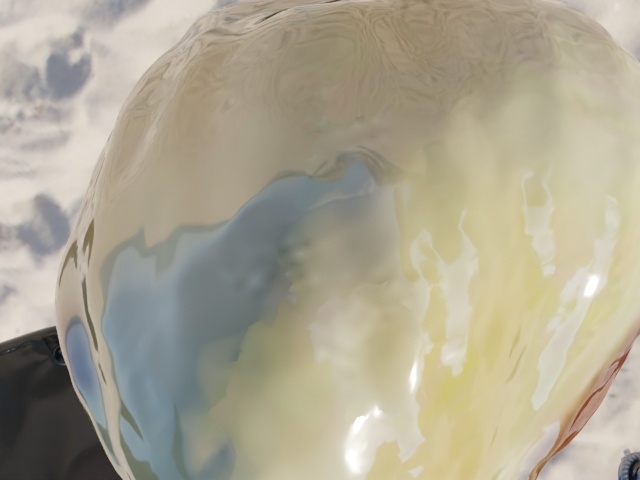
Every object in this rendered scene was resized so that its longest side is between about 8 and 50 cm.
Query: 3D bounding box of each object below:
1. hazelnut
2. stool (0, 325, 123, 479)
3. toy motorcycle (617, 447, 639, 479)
[{"bbox_3d":[0.017,0.017,0.486,0.261,0.261,0.241,-12,105,28],"label":"hazelnut"},{"bbox_3d":[-0.292,0.206,1.180,0.232,0.232,0.141,35,146,-18],"label":"stool"},{"bbox_3d":[0.504,0.369,1.602,0.260,0.171,0.110,53,143,0],"label":"toy motorcycle"}]
